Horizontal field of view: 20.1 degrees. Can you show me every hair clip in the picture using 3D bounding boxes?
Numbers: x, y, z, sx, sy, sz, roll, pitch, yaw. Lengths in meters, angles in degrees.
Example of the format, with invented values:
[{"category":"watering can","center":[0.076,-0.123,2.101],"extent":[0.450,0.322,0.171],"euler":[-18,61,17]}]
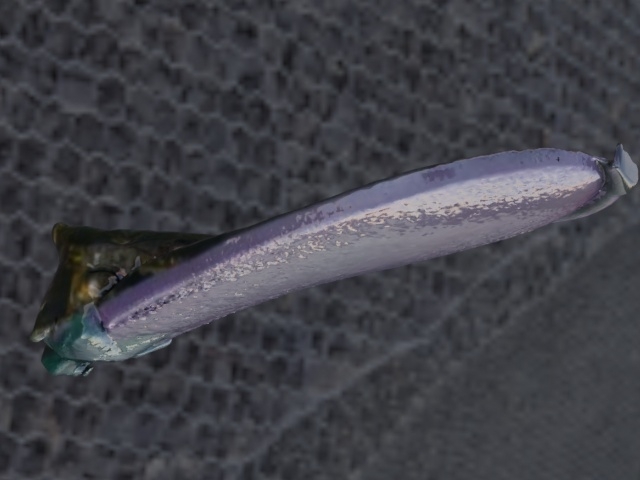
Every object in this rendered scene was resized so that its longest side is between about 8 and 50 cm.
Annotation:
[{"category":"hair clip","center":[-0.001,-0.001,1.014],"extent":[0.095,0.359,0.110],"euler":[-86,161,-52]}]
